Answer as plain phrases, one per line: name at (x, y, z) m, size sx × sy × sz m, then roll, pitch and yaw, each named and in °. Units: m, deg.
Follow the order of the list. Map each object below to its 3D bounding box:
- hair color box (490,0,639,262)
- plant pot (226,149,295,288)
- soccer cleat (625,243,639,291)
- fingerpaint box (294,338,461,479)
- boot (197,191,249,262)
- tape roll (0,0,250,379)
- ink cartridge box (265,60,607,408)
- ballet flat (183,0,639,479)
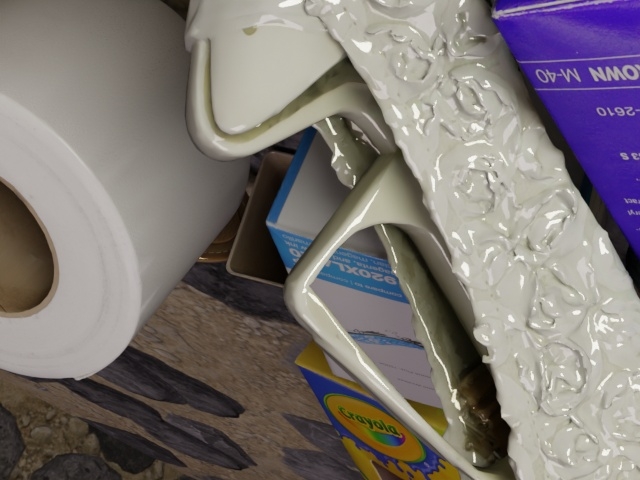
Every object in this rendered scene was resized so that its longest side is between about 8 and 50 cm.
hair color box at (0.206, -0.058, 0.435) m, size 0.110 × 0.185 × 0.339 m, roll 1°, pitch 149°, yaw 40°
plant pot at (0.000, 0.000, 0.859) m, size 0.109 × 0.109 × 0.096 m, roll 14°, pitch 168°, yaw 18°
soccer cleat at (0.216, -0.023, 0.651) m, size 0.072 × 0.060 × 0.179 m, roll 3°, pitch 149°, yaw -2°
fingerpaint box at (0.238, 0.231, 0.856) m, size 0.445 × 0.163 × 0.371 m, roll 18°, pitch 145°, yaw 42°
boot at (-0.190, -0.022, 0.974) m, size 0.283 × 0.109 × 0.220 m, roll 13°, pitch 161°, yaw 5°
tape roll at (-0.193, -0.047, 0.722) m, size 0.246 × 0.169 × 0.246 m, roll 13°, pitch 128°, yaw 18°
ink cartridge box at (0.091, -0.004, 0.670) m, size 0.168 × 0.171 × 0.232 m, roll 14°, pitch 155°, yaw 18°
ballet flat at (0.027, -0.033, 0.422) m, size 0.147 × 0.147 × 0.409 m, roll -17°, pitch 107°, yaw 56°
